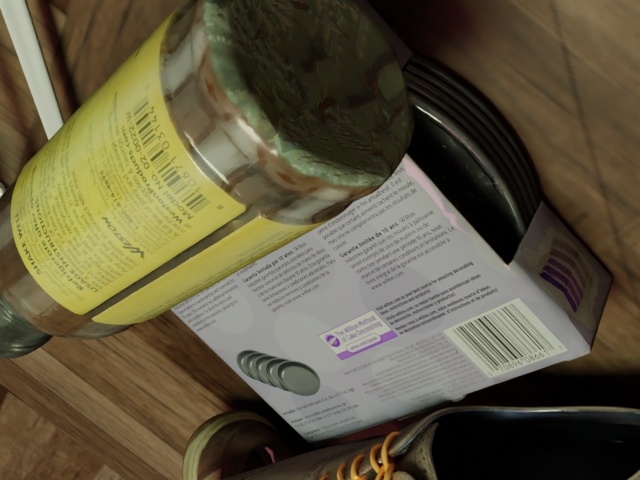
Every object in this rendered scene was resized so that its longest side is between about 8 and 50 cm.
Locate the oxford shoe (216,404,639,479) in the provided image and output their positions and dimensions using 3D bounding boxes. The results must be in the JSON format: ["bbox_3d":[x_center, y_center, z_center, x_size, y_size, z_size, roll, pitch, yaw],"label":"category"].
[{"bbox_3d":[0.039,0.159,0.542,0.364,0.130,0.132,-13,135,11],"label":"oxford shoe"}]

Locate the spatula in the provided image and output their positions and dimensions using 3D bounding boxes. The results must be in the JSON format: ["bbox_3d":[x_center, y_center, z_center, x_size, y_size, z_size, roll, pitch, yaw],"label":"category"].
[{"bbox_3d":[-0.235,-0.072,0.589,0.168,0.019,0.242,-6,130,0],"label":"spatula"}]

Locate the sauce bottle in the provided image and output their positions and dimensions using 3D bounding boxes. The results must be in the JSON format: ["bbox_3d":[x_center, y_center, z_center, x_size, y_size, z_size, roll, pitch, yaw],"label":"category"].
[{"bbox_3d":[-0.106,-0.012,0.453,0.344,0.111,0.111,-26,110,44],"label":"sauce bottle"}]

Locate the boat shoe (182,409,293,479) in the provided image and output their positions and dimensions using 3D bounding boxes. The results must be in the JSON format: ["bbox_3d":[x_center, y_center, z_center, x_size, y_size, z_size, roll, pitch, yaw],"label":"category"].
[{"bbox_3d":[-0.022,0.306,0.684,0.123,0.123,0.342,-12,90,65],"label":"boat shoe"}]

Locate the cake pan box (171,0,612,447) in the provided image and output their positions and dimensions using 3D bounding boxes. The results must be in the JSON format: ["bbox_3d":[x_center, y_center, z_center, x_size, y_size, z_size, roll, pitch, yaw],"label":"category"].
[{"bbox_3d":[0.000,0.000,0.526,0.246,0.070,0.267,44,138,-12],"label":"cake pan box"}]
